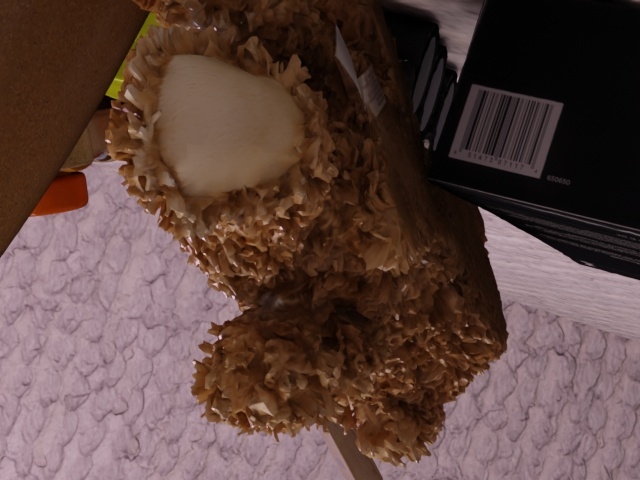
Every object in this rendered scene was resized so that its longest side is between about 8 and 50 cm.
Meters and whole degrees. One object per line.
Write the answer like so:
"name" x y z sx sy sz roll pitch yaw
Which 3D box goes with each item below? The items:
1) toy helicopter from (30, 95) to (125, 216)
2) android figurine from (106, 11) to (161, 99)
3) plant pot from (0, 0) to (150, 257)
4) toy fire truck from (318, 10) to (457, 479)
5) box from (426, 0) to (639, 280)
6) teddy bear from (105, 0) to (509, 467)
"toy helicopter" -0.187 -0.086 1.646 0.235 0.140 0.355 -5 -173 5
"android figurine" -0.055 -0.105 1.362 0.273 0.056 0.248 16 177 17
"plant pot" -0.223 -0.055 0.953 0.237 0.254 0.237 16 165 4
"toy fire truck" 0.000 0.000 1.112 0.158 0.246 0.217 17 177 9
"box" 0.209 -0.022 0.885 0.261 0.103 0.184 15 173 31
"teddy bear" -0.017 -0.025 0.859 0.113 0.245 0.338 -16 167 14
